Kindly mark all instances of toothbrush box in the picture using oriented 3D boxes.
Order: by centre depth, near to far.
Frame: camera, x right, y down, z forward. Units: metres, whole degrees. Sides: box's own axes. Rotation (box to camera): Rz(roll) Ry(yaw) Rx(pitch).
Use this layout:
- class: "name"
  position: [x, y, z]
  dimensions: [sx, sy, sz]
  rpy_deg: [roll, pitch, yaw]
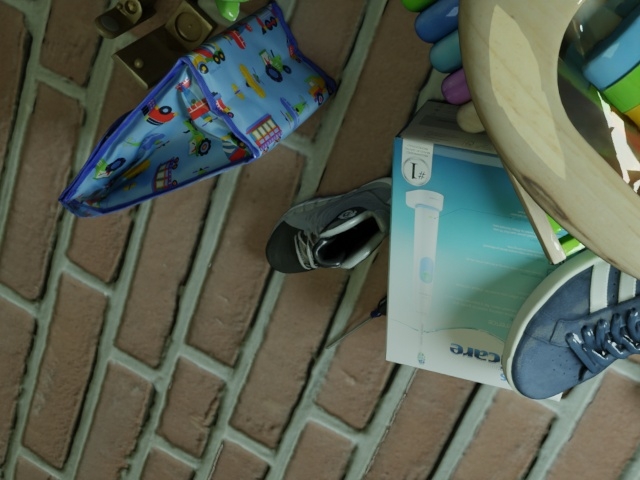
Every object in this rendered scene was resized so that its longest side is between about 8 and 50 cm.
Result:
- class: "toothbrush box"
  position: [0.196, 0.011, 1.431]
  dimensions: [0.216, 0.126, 0.295]
  rpy_deg: [11, 120, 20]

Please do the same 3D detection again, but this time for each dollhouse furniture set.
- class: "dollhouse furniture set"
  position: [-0.187, -0.291, 1.463]
  dimensions: [0.144, 0.123, 0.151]
  rpy_deg: [44, 126, -1]

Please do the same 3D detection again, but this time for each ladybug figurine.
- class: "ladybug figurine"
  position: [0.300, -0.143, 1.151]
  dimensions: [0.305, 0.162, 0.449]
  rpy_deg: [-43, 101, 2]

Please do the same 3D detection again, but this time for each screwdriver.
- class: "screwdriver"
  position: [0.057, 0.100, 1.619]
  dimensions: [0.170, 0.024, 0.025]
  rpy_deg: [-33, 69, 42]

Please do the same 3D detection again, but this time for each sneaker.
- class: "sneaker"
  position: [0.346, 0.067, 1.286]
  dimensions: [0.350, 0.148, 0.131]
  rpy_deg: [-40, 126, 10]
- class: "sneaker"
  position: [0.000, 0.000, 1.520]
  dimensions: [0.228, 0.132, 0.086]
  rpy_deg: [-27, 102, 34]

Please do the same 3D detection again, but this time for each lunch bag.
- class: "lunch bag"
  position: [-0.160, -0.123, 1.480]
  dimensions: [0.293, 0.221, 0.138]
  rpy_deg: [-32, 99, 35]

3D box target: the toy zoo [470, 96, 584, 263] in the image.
- class: "toy zoo"
  position: [0.320, -0.127, 1.256]
  dimensions: [0.293, 0.030, 0.192]
  rpy_deg: [-27, 102, 0]

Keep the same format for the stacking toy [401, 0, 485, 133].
- class: "stacking toy"
  position: [0.126, -0.282, 1.312]
  dimensions: [0.141, 0.141, 0.330]
  rpy_deg: [-29, 97, 35]

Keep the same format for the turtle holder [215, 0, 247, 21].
- class: "turtle holder"
  position: [-0.105, -0.413, 1.315]
  dimensions: [0.243, 0.320, 0.227]
  rpy_deg: [31, 125, -34]
